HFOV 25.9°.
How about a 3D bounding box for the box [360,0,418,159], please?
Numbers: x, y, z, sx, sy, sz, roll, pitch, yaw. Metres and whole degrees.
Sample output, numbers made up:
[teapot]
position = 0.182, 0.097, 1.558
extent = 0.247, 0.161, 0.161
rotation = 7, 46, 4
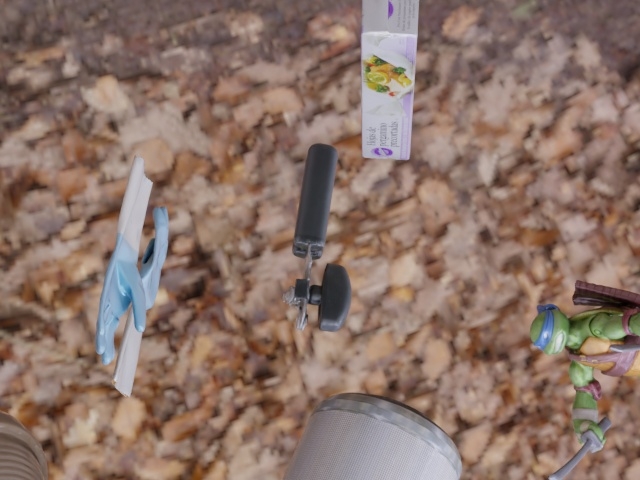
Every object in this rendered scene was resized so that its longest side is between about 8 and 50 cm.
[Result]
[box]
position = 0.080, -0.190, 1.636
extent = 0.063, 0.067, 0.324
rotation = 3, 160, 3

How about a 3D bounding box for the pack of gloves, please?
[pack of gloves]
position = -0.197, 0.048, 1.580
extent = 0.046, 0.232, 0.195
rotation = 8, 161, 9

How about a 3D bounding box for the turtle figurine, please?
[turtle figurine]
position = 0.377, 0.171, 1.582
extent = 0.266, 0.274, 0.197
rotation = 7, 105, -12

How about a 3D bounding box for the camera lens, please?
[camera lens]
position = 0.050, 0.357, 1.845
extent = 0.219, 0.274, 0.219
rotation = 20, 152, 11

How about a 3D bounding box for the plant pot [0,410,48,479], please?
[plant pot]
position = -0.352, 0.291, 1.363
extent = 0.237, 0.110, 0.237
rotation = -30, 137, -32

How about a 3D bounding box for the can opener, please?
[can opener]
position = 0.000, 0.000, 1.980
extent = 0.093, 0.280, 0.074
rotation = 6, 159, -6
